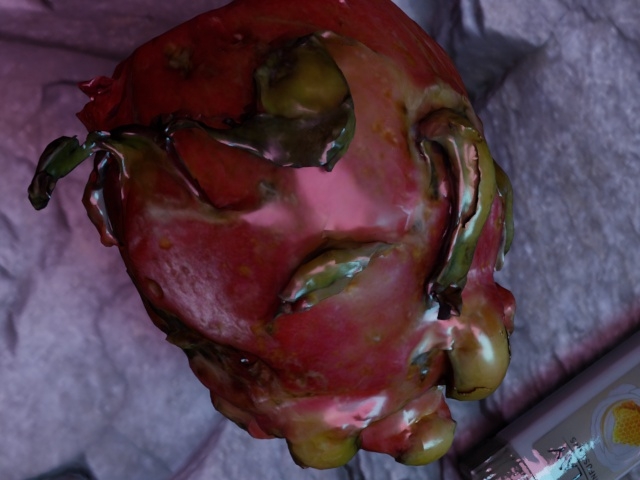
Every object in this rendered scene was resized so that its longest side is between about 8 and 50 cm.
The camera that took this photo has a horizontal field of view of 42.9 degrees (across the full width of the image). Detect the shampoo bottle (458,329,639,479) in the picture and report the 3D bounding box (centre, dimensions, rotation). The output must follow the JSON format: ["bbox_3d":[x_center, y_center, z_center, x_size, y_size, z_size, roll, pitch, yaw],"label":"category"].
[{"bbox_3d":[0.223,0.151,0.658,0.227,0.056,0.086,-31,99,-12],"label":"shampoo bottle"}]

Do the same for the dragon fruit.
[{"bbox_3d":[0.000,0.000,0.494,0.250,0.269,0.291,-20,94,-4],"label":"dragon fruit"}]
